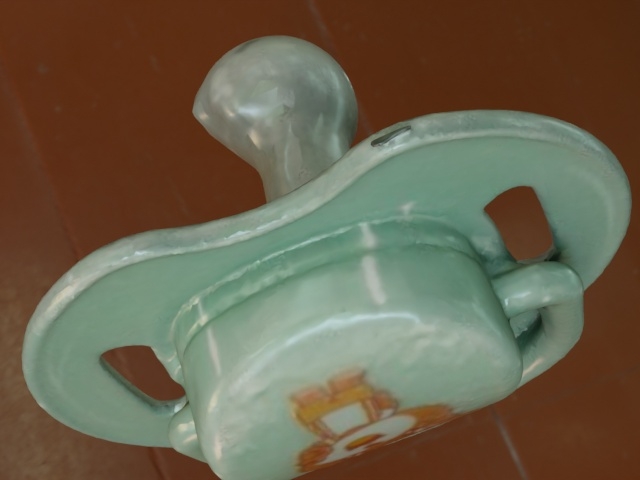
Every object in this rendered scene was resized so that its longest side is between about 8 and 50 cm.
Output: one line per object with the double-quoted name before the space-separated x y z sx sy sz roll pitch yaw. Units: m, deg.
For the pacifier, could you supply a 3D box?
"pacifier" 0.000 0.000 0.760 0.288 0.344 0.269 60 14 -55
